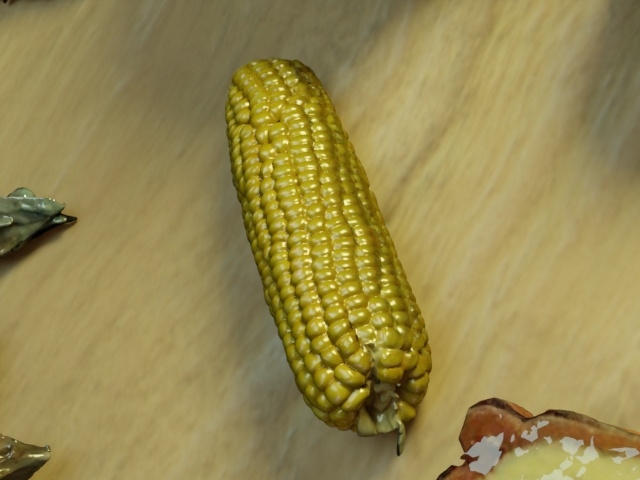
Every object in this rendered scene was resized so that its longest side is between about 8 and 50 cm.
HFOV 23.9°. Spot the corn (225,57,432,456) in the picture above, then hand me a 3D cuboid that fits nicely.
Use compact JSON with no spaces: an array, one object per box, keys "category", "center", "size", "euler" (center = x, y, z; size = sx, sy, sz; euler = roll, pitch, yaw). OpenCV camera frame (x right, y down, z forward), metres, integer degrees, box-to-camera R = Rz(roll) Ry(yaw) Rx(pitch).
[{"category":"corn","center":[0.000,0.000,1.039],"size":[0.101,0.101,0.310],"euler":[-30,59,21]}]

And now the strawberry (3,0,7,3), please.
[{"category":"strawberry","center":[-0.257,-0.310,1.320],"size":[0.286,0.106,0.188],"euler":[-22,61,26]}]

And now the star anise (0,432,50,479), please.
[{"category":"star anise","center":[-0.355,0.213,1.183],"size":[0.332,0.117,0.331],"euler":[-17,58,29]}]

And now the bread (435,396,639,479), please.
[{"category":"bread","center":[0.178,0.207,0.832],"size":[0.244,0.123,0.190],"euler":[15,83,36]}]

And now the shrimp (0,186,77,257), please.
[{"category":"shrimp","center":[-0.352,0.028,1.260],"size":[0.317,0.062,0.164],"euler":[-15,38,21]}]
